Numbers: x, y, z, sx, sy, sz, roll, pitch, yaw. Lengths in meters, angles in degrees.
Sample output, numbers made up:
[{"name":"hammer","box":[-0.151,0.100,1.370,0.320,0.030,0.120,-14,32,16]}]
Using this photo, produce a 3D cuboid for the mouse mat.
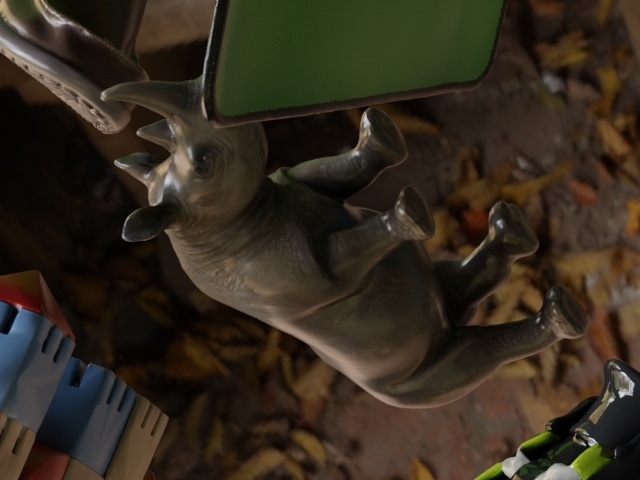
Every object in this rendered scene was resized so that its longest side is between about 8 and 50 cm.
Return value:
[{"name":"mouse mat","box":[0.027,-0.112,0.507,0.007,0.189,0.153,19,106,25]}]

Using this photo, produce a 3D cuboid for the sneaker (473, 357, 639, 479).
[{"name":"sneaker","box":[0.069,0.080,0.511,0.234,0.097,0.084,-6,16,-27]}]

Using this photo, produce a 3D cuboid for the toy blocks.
[{"name":"toy blocks","box":[-0.177,0.167,0.913,0.190,0.381,0.261,17,74,19]}]

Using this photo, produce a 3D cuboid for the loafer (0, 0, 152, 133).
[{"name":"loafer","box":[-0.216,-0.215,1.512,0.130,0.134,0.366,-46,33,7]}]

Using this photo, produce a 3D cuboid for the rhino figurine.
[{"name":"rhino figurine","box":[0.000,0.000,0.738,0.106,0.243,0.073,-37,39,26]}]
